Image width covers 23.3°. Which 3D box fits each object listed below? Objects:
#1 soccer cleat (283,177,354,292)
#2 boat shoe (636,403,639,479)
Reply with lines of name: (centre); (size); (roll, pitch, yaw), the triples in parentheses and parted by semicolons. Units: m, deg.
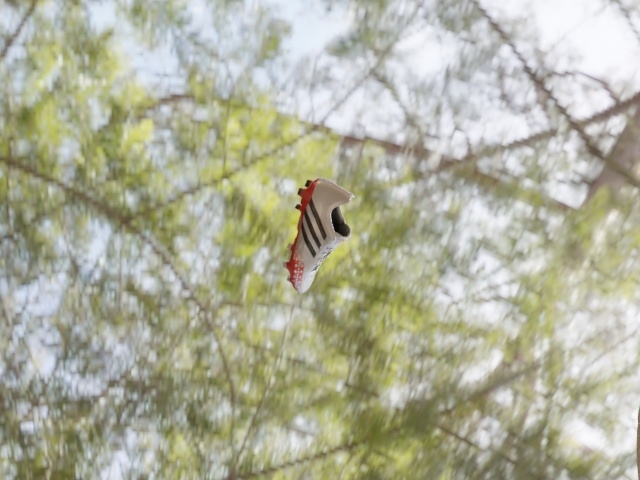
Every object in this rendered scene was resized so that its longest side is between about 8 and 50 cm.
soccer cleat: (0.000, 0.000, 0.952); (0.036, 0.083, 0.029); (19, -147, 15)
boat shoe: (0.216, 0.133, 0.843); (0.063, 0.066, 0.184); (9, -102, -41)
